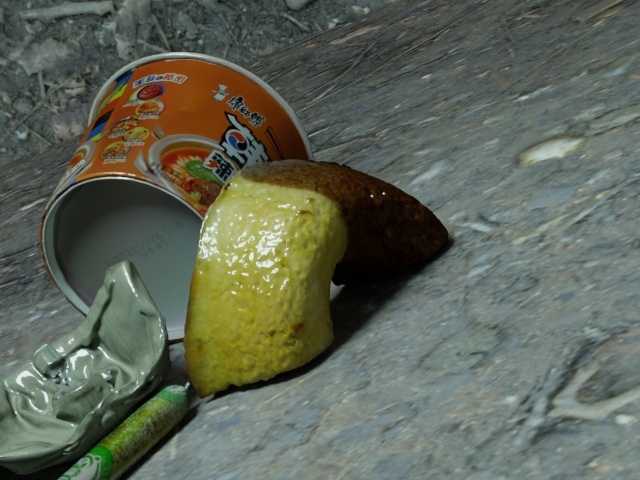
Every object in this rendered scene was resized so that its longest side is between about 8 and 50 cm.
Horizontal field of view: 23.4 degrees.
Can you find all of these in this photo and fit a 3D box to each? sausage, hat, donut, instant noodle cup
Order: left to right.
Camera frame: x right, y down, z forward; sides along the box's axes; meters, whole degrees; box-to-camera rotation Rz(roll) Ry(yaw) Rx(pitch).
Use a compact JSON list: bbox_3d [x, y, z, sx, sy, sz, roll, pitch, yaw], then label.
[{"bbox_3d":[-0.214,0.137,1.360,0.214,0.149,0.244,-39,-18,-11],"label":"hat"},{"bbox_3d":[-0.182,0.187,1.198,0.033,0.032,0.269,-11,22,43],"label":"sausage"},{"bbox_3d":[-0.146,-0.030,1.510,0.250,0.250,0.192,-17,27,28],"label":"instant noodle cup"},{"bbox_3d":[0.000,0.000,1.328,0.112,0.151,0.295,2,29,40],"label":"donut"}]
